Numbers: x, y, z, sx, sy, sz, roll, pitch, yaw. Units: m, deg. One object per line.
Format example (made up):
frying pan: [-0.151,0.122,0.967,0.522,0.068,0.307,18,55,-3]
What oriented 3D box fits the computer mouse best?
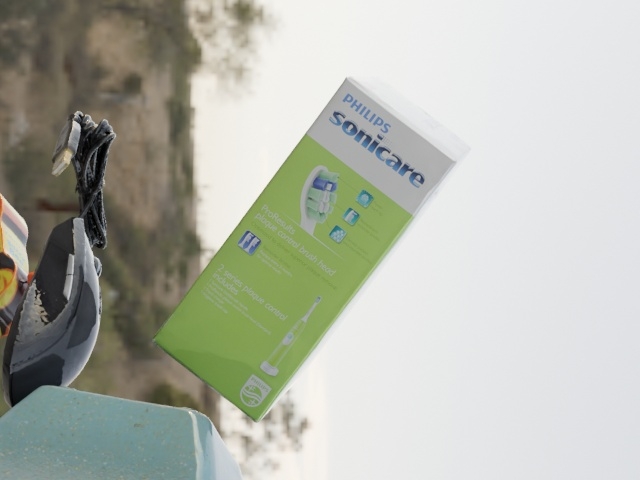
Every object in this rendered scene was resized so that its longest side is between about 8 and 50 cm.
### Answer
computer mouse: [-0.210,0.012,1.266,0.262,0.060,0.184,-77,175,-49]

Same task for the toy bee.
toy bee: [-0.349,0.052,1.601,0.195,0.162,0.298,42,34,-60]

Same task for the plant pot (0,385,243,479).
plant pot: [-0.173,0.262,1.178,0.247,0.247,0.252,72,29,-62]

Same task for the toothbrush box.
toothbrush box: [0.000,0.000,1.313,0.283,0.122,0.206,-52,176,11]
